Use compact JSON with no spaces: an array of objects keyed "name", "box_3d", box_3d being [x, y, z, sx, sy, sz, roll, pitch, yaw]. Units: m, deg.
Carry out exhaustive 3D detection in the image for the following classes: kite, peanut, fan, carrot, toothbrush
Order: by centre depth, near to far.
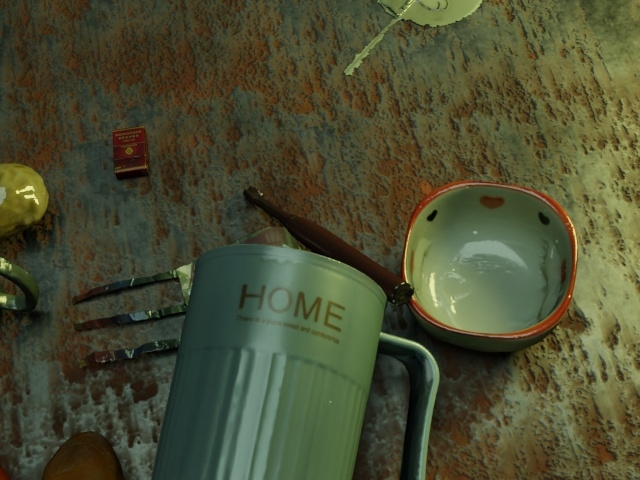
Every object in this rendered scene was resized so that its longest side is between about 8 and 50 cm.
[{"name":"carrot","box_3d":[-0.304,0.354,1.438,0.159,0.159,0.225,-9,49,0]},{"name":"toothbrush","box_3d":[-0.001,0.001,1.585,0.041,0.041,0.364,-41,45,-16]},{"name":"kite","box_3d":[-0.179,0.095,1.621,0.360,0.022,0.204,-14,61,-4]},{"name":"peanut","box_3d":[-0.557,-0.057,1.671,0.305,0.147,0.147,5,62,6]},{"name":"fan","box_3d":[0.141,-0.385,1.856,0.190,0.009,0.329,35,70,21]}]

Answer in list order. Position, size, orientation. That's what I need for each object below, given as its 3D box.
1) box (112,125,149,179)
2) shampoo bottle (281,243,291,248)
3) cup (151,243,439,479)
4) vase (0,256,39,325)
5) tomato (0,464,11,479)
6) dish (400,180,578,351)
[{"name":"box","box_3d":[-0.297,-0.137,1.754,0.051,0.023,0.082,-9,61,2]},{"name":"shampoo bottle","box_3d":[-0.008,0.059,1.613,0.141,0.034,0.049,30,59,12]},{"name":"cup","box_3d":[-0.042,0.212,1.440,0.256,0.331,0.311,-14,55,45]},{"name":"vase","box_3d":[-0.518,0.043,1.534,0.250,0.301,0.156,4,62,-3]},{"name":"tomato","box_3d":[-0.517,0.372,1.356,0.341,0.272,0.342,-36,37,34]},{"name":"dish","box_3d":[0.231,0.048,1.554,0.256,0.117,0.256,-2,62,3]}]
